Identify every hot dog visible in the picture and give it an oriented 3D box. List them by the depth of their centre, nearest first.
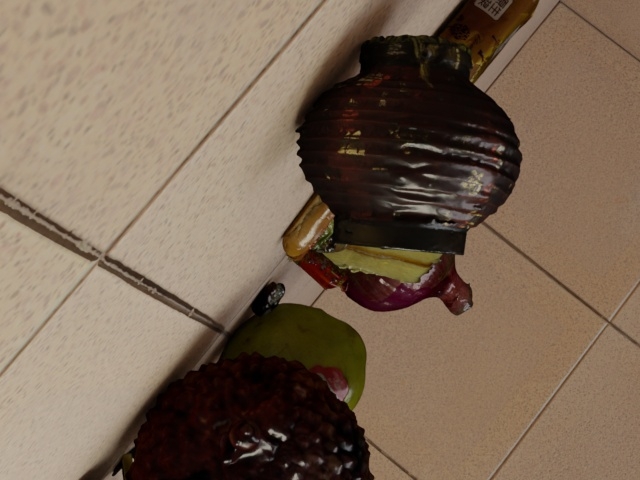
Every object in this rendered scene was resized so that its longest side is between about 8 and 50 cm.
[{"bbox_3d":[0.013,-0.053,1.433,0.235,0.062,0.092,-52,179,23],"label":"hot dog"}]

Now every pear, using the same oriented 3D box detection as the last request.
[{"bbox_3d":[-0.083,0.293,1.833,0.375,0.287,0.287,-43,174,-4],"label":"pear"}]

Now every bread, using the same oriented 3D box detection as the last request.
[{"bbox_3d":[0.113,0.006,1.741,0.198,0.236,0.263,-50,174,-21],"label":"bread"}]

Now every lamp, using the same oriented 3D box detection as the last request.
[{"bbox_3d":[0.092,-0.098,0.934,0.247,0.247,0.247,-51,175,-6],"label":"lamp"}]

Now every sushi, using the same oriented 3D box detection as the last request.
[{"bbox_3d":[-0.109,0.112,1.743,0.046,0.044,0.083,-4,135,-53],"label":"sushi"}]

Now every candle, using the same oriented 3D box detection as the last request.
[{"bbox_3d":[-0.001,0.051,1.659,0.052,0.131,0.052,-49,176,-5],"label":"candle"}]

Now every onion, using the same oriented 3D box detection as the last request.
[{"bbox_3d":[0.210,0.045,2.118,0.347,0.385,0.348,-50,-170,12],"label":"onion"}]

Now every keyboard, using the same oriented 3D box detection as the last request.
[{"bbox_3d":[-0.360,0.412,1.743,0.053,0.010,0.155,-52,175,18],"label":"keyboard"}]

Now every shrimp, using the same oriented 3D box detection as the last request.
[{"bbox_3d":[0.000,0.000,1.567,0.180,0.099,0.041,-78,174,-87],"label":"shrimp"}]

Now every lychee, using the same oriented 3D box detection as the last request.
[{"bbox_3d":[-0.118,0.389,1.471,0.424,0.425,0.500,-48,158,-31],"label":"lychee"}]

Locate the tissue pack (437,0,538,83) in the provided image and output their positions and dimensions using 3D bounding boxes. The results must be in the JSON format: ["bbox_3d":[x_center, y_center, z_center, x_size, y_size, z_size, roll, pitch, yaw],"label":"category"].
[{"bbox_3d":[0.260,-0.340,1.421,0.226,0.092,0.183,-48,175,-10],"label":"tissue pack"}]

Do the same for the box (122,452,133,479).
[{"bbox_3d":[-0.343,0.469,1.614,0.020,0.149,0.073,-5,140,-17],"label":"box"}]

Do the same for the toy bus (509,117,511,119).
[{"bbox_3d":[0.221,-0.167,1.705,0.152,0.190,0.312,-57,177,-14],"label":"toy bus"}]

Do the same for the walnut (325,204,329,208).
[{"bbox_3d":[0.077,-0.097,1.228,0.166,0.149,0.166,-32,143,-29],"label":"walnut"}]
